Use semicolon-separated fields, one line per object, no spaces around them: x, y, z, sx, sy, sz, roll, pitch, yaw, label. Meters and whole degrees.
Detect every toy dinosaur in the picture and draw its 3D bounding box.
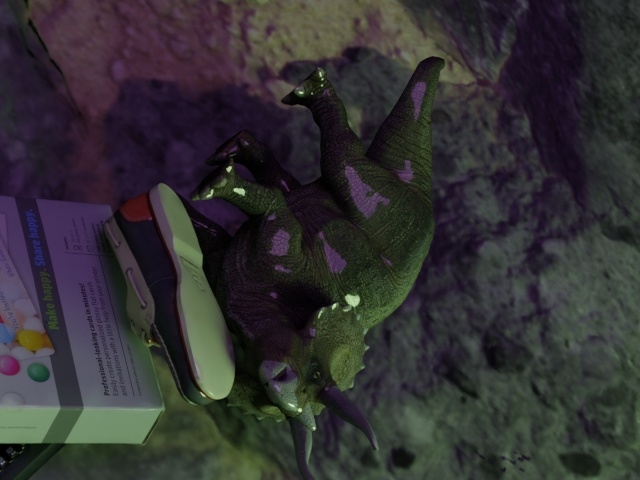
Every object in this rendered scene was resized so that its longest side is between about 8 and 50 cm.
0.000;0.000;0.883;0.160;0.121;0.313;51;42;-10;toy dinosaur

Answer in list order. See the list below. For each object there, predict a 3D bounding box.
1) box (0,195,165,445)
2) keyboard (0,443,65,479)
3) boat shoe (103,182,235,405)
-0.186;0.037;0.753;0.186;0.038;0.145;4;47;-29;box
-0.190;0.127;0.712;0.100;0.038;0.192;45;49;0;keyboard
-0.081;0.032;0.767;0.049;0.043;0.137;44;21;-54;boat shoe
